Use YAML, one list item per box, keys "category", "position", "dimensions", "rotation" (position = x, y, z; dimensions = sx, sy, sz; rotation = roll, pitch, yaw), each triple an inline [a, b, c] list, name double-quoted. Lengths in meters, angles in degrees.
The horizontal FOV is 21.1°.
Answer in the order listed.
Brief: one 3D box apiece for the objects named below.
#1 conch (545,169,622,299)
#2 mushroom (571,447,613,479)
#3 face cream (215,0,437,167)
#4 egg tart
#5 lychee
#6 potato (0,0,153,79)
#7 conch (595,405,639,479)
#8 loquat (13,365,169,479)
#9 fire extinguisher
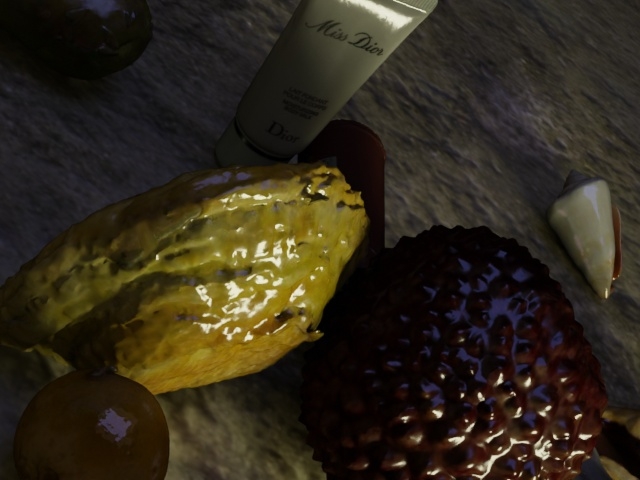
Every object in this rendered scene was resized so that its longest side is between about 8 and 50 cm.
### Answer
- category: "conch"
  position: [0.362, -0.012, 2.254]
  dimensions: [0.176, 0.094, 0.104]
  rotation: [60, 0, 21]
- category: "mushroom"
  position: [0.262, 0.229, 1.784]
  dimensions: [0.059, 0.054, 0.202]
  rotation: [5, 23, -22]
- category: "face cream"
  position: [-0.011, -0.185, 1.907]
  dimensions: [0.143, 0.314, 0.089]
  rotation: [18, 41, -25]
- category: "egg tart"
  position: [-0.109, 0.043, 1.585]
  dimensions: [0.352, 0.339, 0.153]
  rotation: [3, 64, -50]
- category: "lychee"
  position: [0.129, 0.140, 1.694]
  dimensions: [0.330, 0.306, 0.306]
  rotation: [-30, 72, -32]
- category: "potato"
  position: [-0.314, -0.299, 1.913]
  dimensions: [0.298, 0.141, 0.176]
  rotation: [41, 25, 3]
- category: "conch"
  position: [0.413, 0.280, 1.969]
  dimensions: [0.255, 0.127, 0.158]
  rotation: [29, 60, 24]
- category: "loquat"
  position: [-0.198, 0.178, 1.482]
  dimensions: [0.141, 0.141, 0.141]
  rotation: [25, 37, -20]
- category: "fire extinguisher"
  position: [0.000, 0.000, 1.904]
  dimensions: [0.147, 0.106, 0.337]
  rotation: [9, 39, -5]
